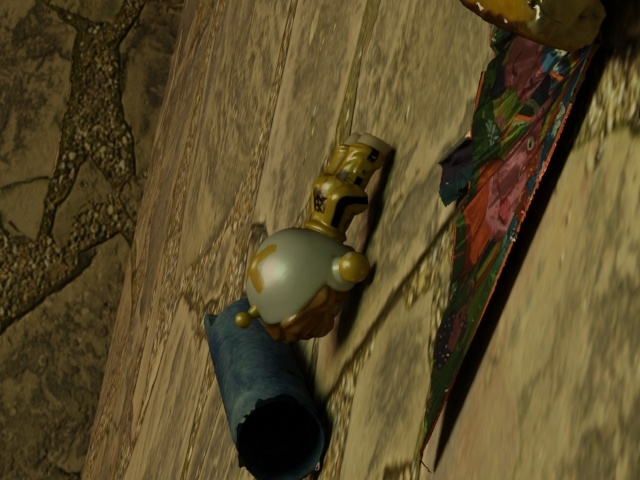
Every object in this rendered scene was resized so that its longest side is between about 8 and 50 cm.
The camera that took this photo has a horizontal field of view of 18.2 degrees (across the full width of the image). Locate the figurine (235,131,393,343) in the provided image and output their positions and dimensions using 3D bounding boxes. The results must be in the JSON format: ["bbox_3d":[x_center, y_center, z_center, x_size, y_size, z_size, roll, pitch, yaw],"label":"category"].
[{"bbox_3d":[0.003,-0.001,1.282,0.143,0.068,0.101,-54,23,15],"label":"figurine"}]

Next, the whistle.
[{"bbox_3d":[-0.043,0.093,1.380,0.304,0.062,0.062,-119,46,-76],"label":"whistle"}]

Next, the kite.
[{"bbox_3d":[0.097,-0.052,0.982,0.234,0.016,0.321,133,150,-66],"label":"kite"}]

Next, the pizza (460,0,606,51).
[{"bbox_3d":[0.101,-0.236,0.923,0.223,0.089,0.323,-62,31,34],"label":"pizza"}]
